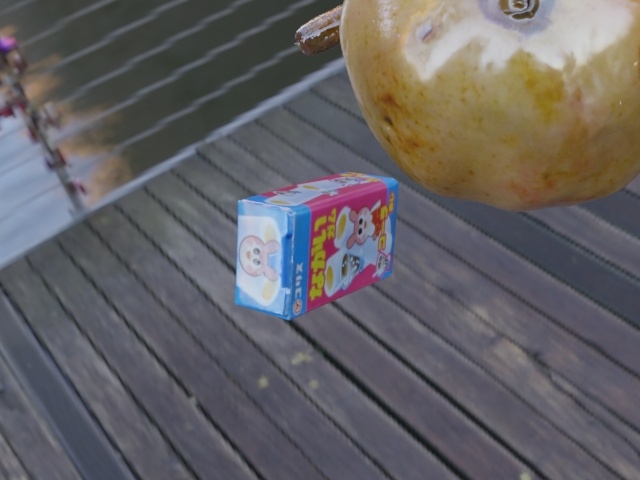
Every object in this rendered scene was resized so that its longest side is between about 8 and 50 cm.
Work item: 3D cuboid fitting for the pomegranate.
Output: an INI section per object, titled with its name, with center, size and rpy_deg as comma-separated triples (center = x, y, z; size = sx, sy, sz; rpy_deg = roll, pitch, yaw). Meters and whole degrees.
[pomegranate]
center = 0.222, -0.224, 1.431
size = 0.412, 0.411, 0.411
rpy_deg = -15, 34, 11

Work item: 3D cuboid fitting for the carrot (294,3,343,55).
[carrot]
center = 0.072, -0.357, 1.983
size = 0.248, 0.059, 0.059
rpy_deg = -25, 33, -2

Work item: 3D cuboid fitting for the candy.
[candy]
center = -0.001, 0.000, 1.830
size = 0.100, 0.157, 0.306
rpy_deg = 12, 17, 28
